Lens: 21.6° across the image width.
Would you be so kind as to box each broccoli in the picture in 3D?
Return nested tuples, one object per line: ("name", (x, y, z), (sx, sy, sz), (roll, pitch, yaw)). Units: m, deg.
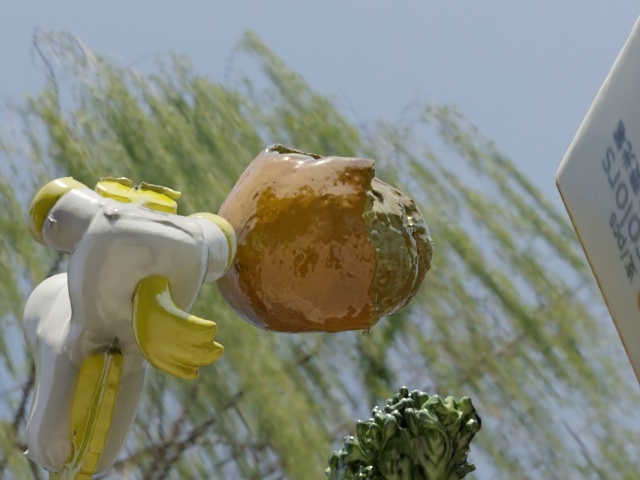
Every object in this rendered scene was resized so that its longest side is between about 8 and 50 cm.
("broccoli", (0.031, 0.103, 0.513), (0.097, 0.092, 0.095), (-48, -59, -40))

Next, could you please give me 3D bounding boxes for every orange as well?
("orange", (0.000, 0.000, 1.126), (0.157, 0.156, 0.134), (-12, -79, -19))

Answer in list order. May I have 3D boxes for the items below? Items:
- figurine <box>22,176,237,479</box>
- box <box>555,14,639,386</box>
("figurine", (-0.113, 0.053, 0.857), (0.109, 0.129, 0.178), (13, -50, -30))
("box", (0.159, 0.018, 0.353), (0.091, 0.273, 0.220), (-1, -36, -19))
